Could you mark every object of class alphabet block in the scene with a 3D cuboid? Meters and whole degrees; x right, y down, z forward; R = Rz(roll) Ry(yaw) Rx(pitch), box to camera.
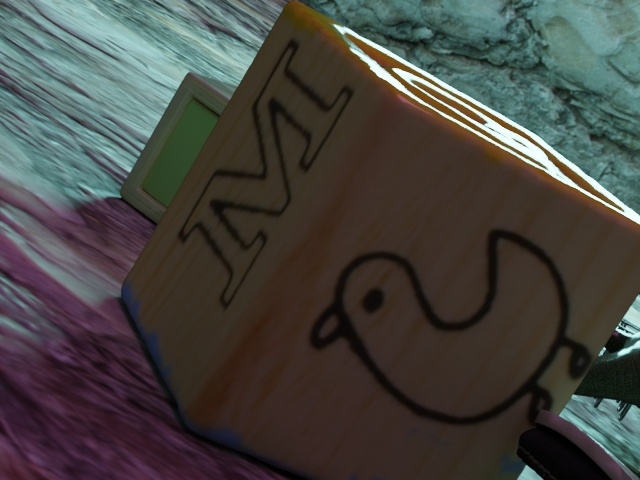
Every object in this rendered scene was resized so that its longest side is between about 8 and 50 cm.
[{"bbox_3d":[0.032,0.014,1.027,0.192,0.197,0.193,25,12,-26],"label":"alphabet block"}]

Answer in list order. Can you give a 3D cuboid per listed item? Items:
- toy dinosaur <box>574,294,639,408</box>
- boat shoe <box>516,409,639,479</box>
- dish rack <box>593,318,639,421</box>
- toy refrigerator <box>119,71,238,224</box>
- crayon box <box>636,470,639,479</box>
[{"bbox_3d":[0.290,0.083,1.444,0.313,0.121,0.160,3,32,-29],"label":"toy dinosaur"},{"bbox_3d":[0.152,0.168,0.893,0.084,0.079,0.233,48,4,-48],"label":"boat shoe"},{"bbox_3d":[0.273,0.116,1.607,0.271,0.074,0.208,30,9,3],"label":"dish rack"},{"bbox_3d":[0.000,0.000,1.278,0.269,0.102,0.094,36,11,24],"label":"toy refrigerator"},{"bbox_3d":[0.397,0.150,1.095,0.363,0.313,0.106,32,10,4],"label":"crayon box"}]
